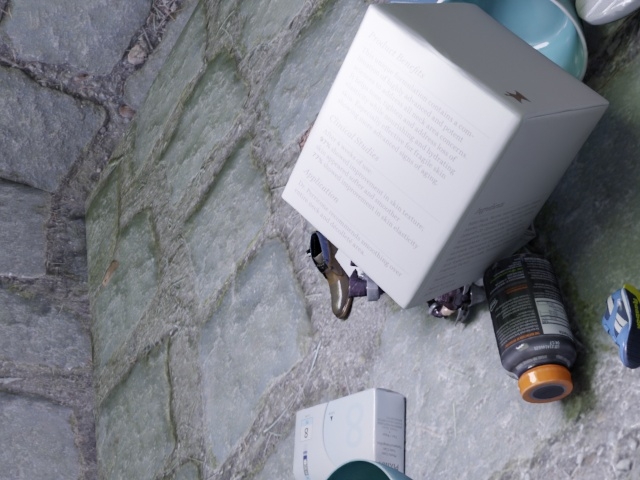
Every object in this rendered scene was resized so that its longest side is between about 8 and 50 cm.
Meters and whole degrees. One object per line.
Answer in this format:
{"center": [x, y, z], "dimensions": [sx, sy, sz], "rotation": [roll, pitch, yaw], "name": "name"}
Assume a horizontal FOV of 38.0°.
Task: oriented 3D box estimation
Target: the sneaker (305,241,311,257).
{"center": [0.000, 0.000, 2.380], "dimensions": [0.109, 0.043, 0.040], "rotation": [-65, 29, 8], "name": "sneaker"}

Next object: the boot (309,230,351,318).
{"center": [0.019, 0.078, 2.243], "dimensions": [0.082, 0.106, 0.219], "rotation": [-33, 48, 48], "name": "boot"}

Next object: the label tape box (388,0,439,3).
{"center": [0.281, -0.604, 2.178], "dimensions": [0.240, 0.105, 0.334], "rotation": [32, 102, 60], "name": "label tape box"}

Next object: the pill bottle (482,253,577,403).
{"center": [0.366, 0.155, 1.610], "dimensions": [0.130, 0.130, 0.246], "rotation": [-42, 41, 40], "name": "pill bottle"}

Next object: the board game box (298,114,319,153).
{"center": [0.083, -0.200, 2.253], "dimensions": [0.232, 0.141, 0.291], "rotation": [-50, 37, 33], "name": "board game box"}

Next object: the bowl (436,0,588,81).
{"center": [0.373, -0.411, 1.786], "dimensions": [0.311, 0.311, 0.163], "rotation": [-29, 27, 49], "name": "bowl"}

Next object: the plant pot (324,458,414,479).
{"center": [0.132, 0.562, 1.707], "dimensions": [0.290, 0.195, 0.290], "rotation": [-29, 52, 45], "name": "plant pot"}

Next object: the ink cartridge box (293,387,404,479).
{"center": [0.049, 0.530, 1.972], "dimensions": [0.308, 0.091, 0.385], "rotation": [-28, 50, 50], "name": "ink cartridge box"}

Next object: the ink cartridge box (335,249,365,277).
{"center": [0.147, 0.034, 1.989], "dimensions": [0.127, 0.176, 0.128], "rotation": [-62, 31, 17], "name": "ink cartridge box"}

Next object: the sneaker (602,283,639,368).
{"center": [0.490, 0.144, 1.495], "dimensions": [0.059, 0.053, 0.144], "rotation": [-34, 39, 46], "name": "sneaker"}

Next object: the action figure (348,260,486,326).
{"center": [0.200, 0.075, 1.834], "dimensions": [0.099, 0.285, 0.185], "rotation": [-63, -18, -55], "name": "action figure"}

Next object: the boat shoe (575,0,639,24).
{"center": [0.597, -0.474, 1.582], "dimensions": [0.335, 0.119, 0.121], "rotation": [-36, 55, 36], "name": "boat shoe"}

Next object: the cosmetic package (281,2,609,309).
{"center": [0.208, -0.155, 1.601], "dimensions": [0.329, 0.327, 0.394], "rotation": [44, 125, 24], "name": "cosmetic package"}

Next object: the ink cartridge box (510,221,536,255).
{"center": [0.316, -0.068, 1.885], "dimensions": [0.239, 0.060, 0.275], "rotation": [-46, 39, 46], "name": "ink cartridge box"}
